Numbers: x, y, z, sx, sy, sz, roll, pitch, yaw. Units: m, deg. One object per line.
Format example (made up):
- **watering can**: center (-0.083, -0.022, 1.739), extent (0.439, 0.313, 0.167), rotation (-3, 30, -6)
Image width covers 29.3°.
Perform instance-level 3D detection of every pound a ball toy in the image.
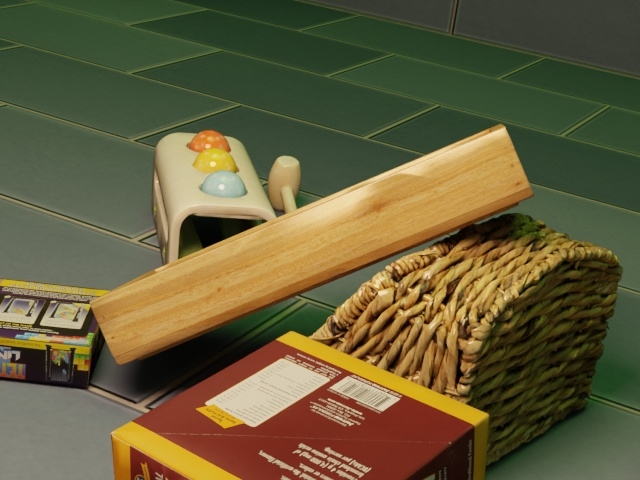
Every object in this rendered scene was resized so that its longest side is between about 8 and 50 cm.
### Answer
- **pound a ball toy**: center (-0.101, -0.057, 1.549), extent (0.208, 0.135, 0.319), rotation (3, 22, -13)

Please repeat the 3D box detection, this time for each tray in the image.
- **tray**: center (0.000, 0.000, 1.194), extent (0.411, 0.076, 0.203), rotation (-23, 3, 9)

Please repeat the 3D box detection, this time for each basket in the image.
- **basket**: center (0.126, 0.071, 1.194), extent (0.223, 0.213, 0.299), rotation (24, 26, 34)

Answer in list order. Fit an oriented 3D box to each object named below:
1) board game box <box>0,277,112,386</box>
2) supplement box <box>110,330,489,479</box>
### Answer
- **board game box**: center (-0.304, 0.088, 1.227), extent (0.170, 0.048, 0.141), rotation (7, 19, -2)
- **supplement box**: center (-0.013, 0.185, 0.877), extent (0.191, 0.129, 0.194), rotation (20, 31, 35)
